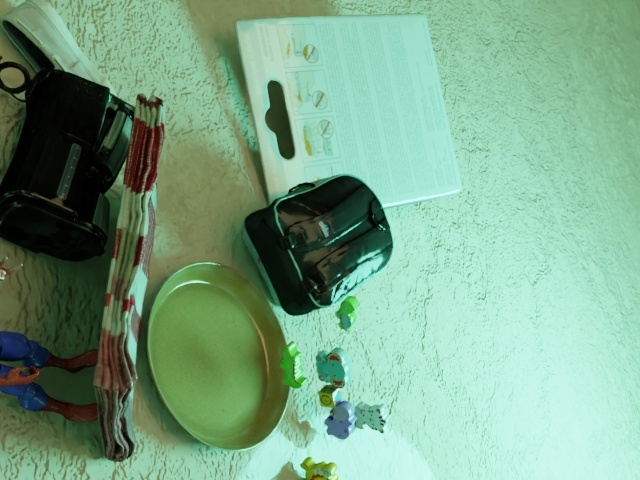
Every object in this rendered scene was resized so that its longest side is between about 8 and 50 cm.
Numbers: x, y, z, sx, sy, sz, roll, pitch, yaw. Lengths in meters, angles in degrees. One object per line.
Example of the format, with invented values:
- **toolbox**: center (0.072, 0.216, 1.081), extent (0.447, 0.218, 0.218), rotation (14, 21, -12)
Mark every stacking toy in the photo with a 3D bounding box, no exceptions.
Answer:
- **stacking toy**: center (0.024, 0.202, 1.244), extent (0.167, 0.052, 0.221), rotation (-38, 123, -52)

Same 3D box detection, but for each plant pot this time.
- **plant pot**: center (-0.127, 0.143, 1.157), extent (0.236, 0.032, 0.236), rotation (26, 54, -41)

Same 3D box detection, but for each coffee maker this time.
- **coffee maker**: center (-0.296, -0.084, 1.016), extent (0.171, 0.120, 0.178), rotation (14, 54, -8)

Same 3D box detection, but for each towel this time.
- **towel**: center (-0.194, 0.042, 0.990), extent (0.037, 0.237, 0.329), rotation (6, 61, -8)

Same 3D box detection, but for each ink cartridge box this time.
- **ink cartridge box**: center (0.036, -0.194, 1.481), extent (0.385, 0.091, 0.308), rotation (-12, 90, -36)

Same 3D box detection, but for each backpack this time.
- **backpack**: center (0.000, 0.000, 1.286), extent (0.188, 0.144, 0.166), rotation (-30, 95, -32)

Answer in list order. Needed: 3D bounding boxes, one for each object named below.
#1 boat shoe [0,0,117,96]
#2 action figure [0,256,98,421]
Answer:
- **boat shoe**: center (-0.300, -0.193, 1.093), extent (0.063, 0.066, 0.184), rotation (-42, 108, -37)
- **action figure**: center (-0.274, 0.099, 0.860), extent (0.280, 0.139, 0.091), rotation (32, 46, -56)
